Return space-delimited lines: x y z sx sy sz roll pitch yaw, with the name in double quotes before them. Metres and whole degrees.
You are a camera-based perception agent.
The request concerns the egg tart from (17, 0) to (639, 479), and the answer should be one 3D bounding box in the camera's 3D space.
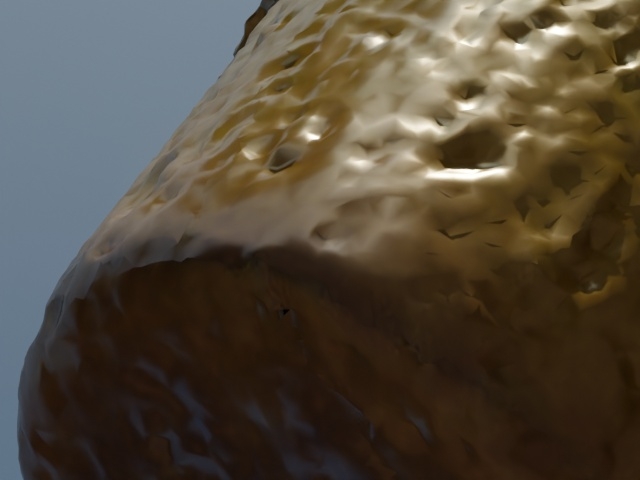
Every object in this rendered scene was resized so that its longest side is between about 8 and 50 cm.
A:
"egg tart" 0.035 0.031 0.433 0.171 0.215 0.215 -39 -73 -46
